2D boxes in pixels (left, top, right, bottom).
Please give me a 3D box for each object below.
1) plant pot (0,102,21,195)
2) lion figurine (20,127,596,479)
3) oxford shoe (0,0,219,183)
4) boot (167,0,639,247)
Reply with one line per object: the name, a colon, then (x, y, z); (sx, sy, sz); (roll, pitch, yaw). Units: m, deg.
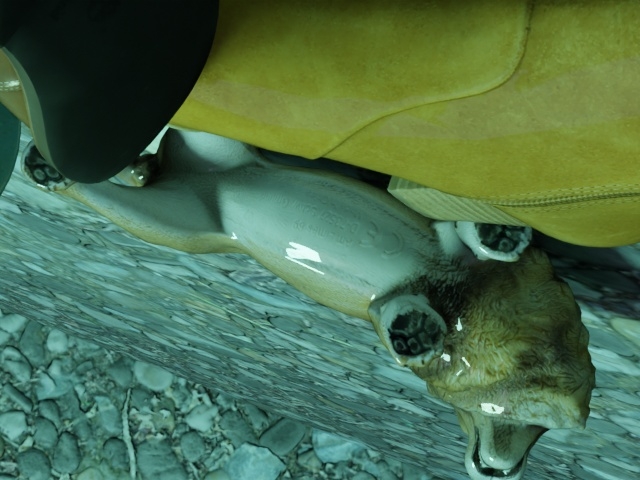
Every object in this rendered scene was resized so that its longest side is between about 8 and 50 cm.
plant pot: (-0.310, -0.046, 0.851); (0.272, 0.271, 0.255); (27, 151, -27)
lion figurine: (0.000, 0.000, 0.856); (0.392, 0.142, 0.240); (34, 176, 7)
oxford shoe: (-0.083, -0.078, 0.402); (0.076, 0.076, 0.212); (37, 171, 16)
boot: (0.052, -0.077, 0.506); (0.295, 0.104, 0.211); (27, 160, -39)
